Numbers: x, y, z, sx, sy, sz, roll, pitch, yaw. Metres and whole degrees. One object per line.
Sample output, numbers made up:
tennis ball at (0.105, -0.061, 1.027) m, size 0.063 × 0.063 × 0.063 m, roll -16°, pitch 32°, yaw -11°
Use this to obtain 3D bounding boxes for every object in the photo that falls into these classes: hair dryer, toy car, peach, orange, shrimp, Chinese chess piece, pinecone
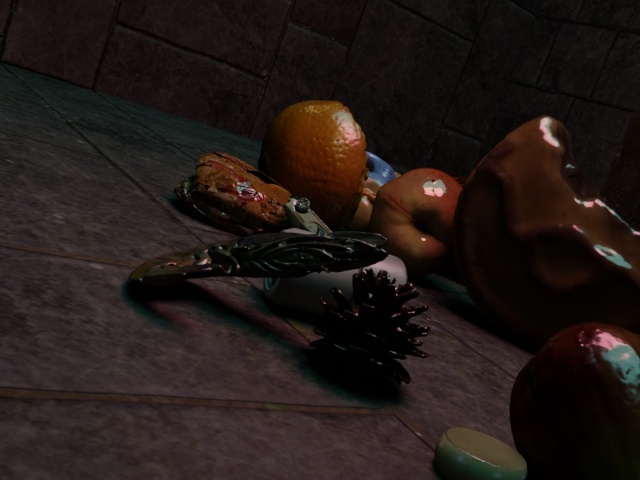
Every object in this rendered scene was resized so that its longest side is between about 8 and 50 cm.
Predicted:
hair dryer at (-0.019, 0.036, 1.111) m, size 0.173 × 0.108 × 0.357 m, roll 18°, pitch 2°, yaw -18°
toy car at (0.000, 0.000, 1.266) m, size 0.186 × 0.058 × 0.093 m, roll 47°, pitch -12°, yaw 19°
peach at (0.192, -0.038, 1.487) m, size 0.232 × 0.233 × 0.232 m, roll 20°, pitch 10°, yaw -4°
orange at (-0.027, -0.158, 1.540) m, size 0.196 × 0.263 × 0.334 m, roll 8°, pitch 7°, yaw -13°
shrimp at (-0.078, 0.024, 0.838) m, size 0.295 × 0.058 × 0.169 m, roll -6°, pitch 8°, yaw 17°
Chinese chess piece at (0.144, 0.202, 0.676) m, size 0.084 × 0.034 × 0.084 m, roll 18°, pitch 9°, yaw -3°
pinecone at (0.057, 0.093, 0.827) m, size 0.140 × 0.121 × 0.140 m, roll 23°, pitch 3°, yaw -1°

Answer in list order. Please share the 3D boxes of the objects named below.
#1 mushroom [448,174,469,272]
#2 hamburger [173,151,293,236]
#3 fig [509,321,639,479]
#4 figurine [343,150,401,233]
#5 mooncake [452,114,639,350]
mushroom at (0.350, -0.022, 1.731) m, size 0.344 × 0.239 × 0.345 m, roll 11°, pitch 38°, yaw -9°
hamburger at (-0.151, -0.080, 1.369) m, size 0.230 × 0.107 × 0.231 m, roll 27°, pitch 10°, yaw -5°
fig at (0.268, 0.200, 0.656) m, size 0.145 × 0.170 × 0.274 m, roll 21°, pitch 29°, yaw -20°
figurine at (0.114, -0.101, 1.700) m, size 0.180 × 0.153 × 0.262 m, roll 47°, pitch 23°, yaw -13°
mooncake at (0.431, -0.004, 1.279) m, size 0.393 × 0.394 × 0.246 m, roll 13°, pitch 5°, yaw 29°
